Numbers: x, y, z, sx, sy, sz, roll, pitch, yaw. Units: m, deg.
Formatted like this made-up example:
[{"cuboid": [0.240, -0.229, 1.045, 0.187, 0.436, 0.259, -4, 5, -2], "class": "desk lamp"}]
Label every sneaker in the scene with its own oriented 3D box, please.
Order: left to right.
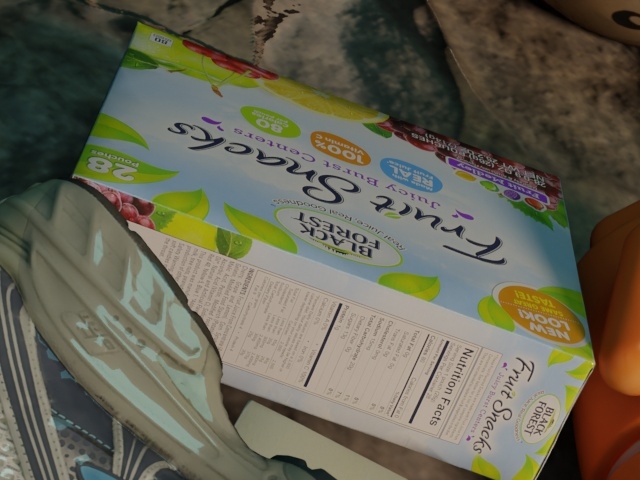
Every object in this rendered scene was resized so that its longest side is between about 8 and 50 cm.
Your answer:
[{"cuboid": [-0.052, 0.114, 0.515, 0.122, 0.110, 0.283, -32, 63, -24], "class": "sneaker"}]

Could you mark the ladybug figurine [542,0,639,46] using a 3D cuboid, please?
[{"cuboid": [0.162, -0.274, 1.015, 0.305, 0.162, 0.449, 2, 48, -24], "class": "ladybug figurine"}]

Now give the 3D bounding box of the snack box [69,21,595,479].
[{"cuboid": [0.000, 0.000, 0.702, 0.207, 0.070, 0.174, 19, 25, -6], "class": "snack box"}]

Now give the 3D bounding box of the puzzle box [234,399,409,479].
[{"cuboid": [0.017, 0.252, 0.502, 0.272, 0.052, 0.409, 28, 42, 2], "class": "puzzle box"}]

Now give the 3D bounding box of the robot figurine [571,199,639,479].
[{"cuboid": [0.165, 0.070, 0.699, 0.128, 0.158, 0.219, 0, 46, -2], "class": "robot figurine"}]
